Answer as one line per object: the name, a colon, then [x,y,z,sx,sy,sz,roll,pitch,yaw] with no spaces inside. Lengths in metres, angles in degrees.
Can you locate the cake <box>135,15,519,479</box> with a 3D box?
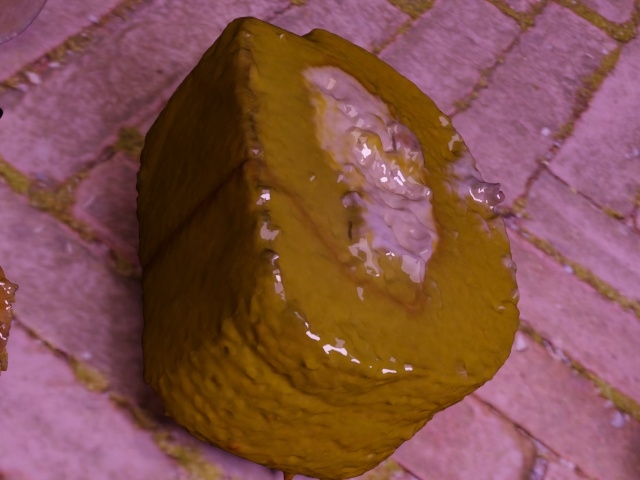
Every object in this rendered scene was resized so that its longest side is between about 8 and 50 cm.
cake: [0.000,0.000,0.684,0.179,0.156,0.261,20,46,-31]

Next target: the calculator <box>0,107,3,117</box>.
calculator: [-0.336,-0.074,0.662,0.274,0.028,0.166,20,43,2]

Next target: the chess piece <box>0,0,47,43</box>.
chess piece: [-0.284,-0.215,0.811,0.200,0.090,0.090,29,42,19]

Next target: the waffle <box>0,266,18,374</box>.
waffle: [-0.198,0.096,0.570,0.160,0.046,0.192,-13,56,-34]
